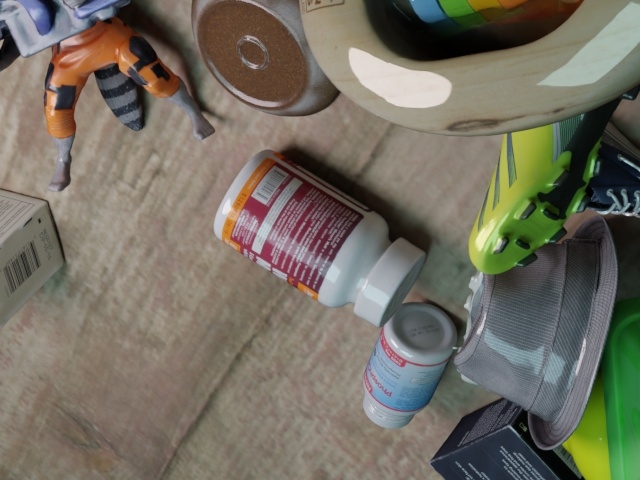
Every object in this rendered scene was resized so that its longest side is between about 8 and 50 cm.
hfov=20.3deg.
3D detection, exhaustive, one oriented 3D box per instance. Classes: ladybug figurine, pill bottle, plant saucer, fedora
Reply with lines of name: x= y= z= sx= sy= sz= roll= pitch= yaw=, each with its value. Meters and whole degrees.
ladybug figurine: x=0.174 y=-0.240 z=1.593 sx=0.449 sy=0.162 sz=0.305 roll=-2 pitch=85 yaw=40
pill bottle: x=0.000 y=0.000 z=2.023 sx=0.221 sy=0.121 sz=0.121 roll=32 pitch=139 yaw=11
plant saucer: x=-0.066 y=-0.211 z=1.952 sx=0.199 sy=0.036 sz=0.198 roll=21 pitch=135 yaw=23
fedora: x=0.209 y=0.081 z=1.817 sx=0.124 sy=0.275 sz=0.243 roll=14 pitch=102 yaw=0
pill bottle: x=0.100 y=0.151 z=2.107 sx=0.087 sy=0.087 sz=0.160 roll=31 pitch=139 yaw=11

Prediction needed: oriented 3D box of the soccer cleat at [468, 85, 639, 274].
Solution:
soccer cleat: x=0.211 y=-0.105 z=1.708 sx=0.121 sy=0.093 sz=0.289 roll=36 pitch=105 yaw=37

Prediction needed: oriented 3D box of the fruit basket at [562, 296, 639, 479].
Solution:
fruit basket: x=0.394 y=0.211 z=1.833 sx=0.283 sy=0.392 sz=0.392 roll=-7 pitch=128 yaw=1

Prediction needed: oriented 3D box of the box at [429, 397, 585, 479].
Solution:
box: x=0.242 y=0.265 z=2.094 sx=0.156 sy=0.093 sz=0.158 roll=47 pitch=139 yaw=-8

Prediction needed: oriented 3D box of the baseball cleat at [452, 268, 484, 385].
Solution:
baseball cleat: x=0.209 y=0.089 z=1.995 sx=0.109 sy=0.072 sz=0.206 roll=14 pitch=139 yaw=9

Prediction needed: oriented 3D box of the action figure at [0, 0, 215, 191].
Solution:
action figure: x=-0.316 y=-0.228 z=2.031 sx=0.341 sy=0.178 sz=0.330 roll=-14 pitch=114 yaw=17

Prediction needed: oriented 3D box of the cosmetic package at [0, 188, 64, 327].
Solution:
cosmetic package: x=-0.519 y=0.001 z=2.402 sx=0.309 sy=0.160 sz=0.113 roll=14 pitch=134 yaw=30

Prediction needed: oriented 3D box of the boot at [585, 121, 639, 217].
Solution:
boot: x=0.303 y=-0.045 z=1.773 sx=0.190 sy=0.086 sz=0.069 roll=36 pitch=140 yaw=6
